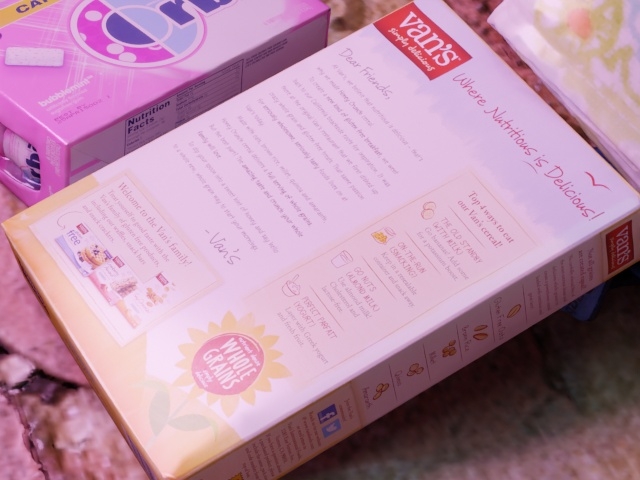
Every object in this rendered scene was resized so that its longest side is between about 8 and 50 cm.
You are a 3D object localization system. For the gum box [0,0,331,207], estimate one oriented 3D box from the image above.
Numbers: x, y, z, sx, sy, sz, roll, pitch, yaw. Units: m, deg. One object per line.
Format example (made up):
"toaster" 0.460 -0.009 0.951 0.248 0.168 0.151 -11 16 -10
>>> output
"gum box" -0.099 -0.086 0.897 0.107 0.062 0.188 37 50 28

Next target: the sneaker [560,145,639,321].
"sneaker" 0.180 -0.020 0.871 0.209 0.069 0.082 -25 65 -31

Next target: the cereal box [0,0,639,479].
"cereal box" 0.000 0.000 0.786 0.240 0.047 0.173 -29 52 -12

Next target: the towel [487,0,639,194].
"towel" 0.301 -0.106 0.738 0.320 0.374 0.090 50 15 11
